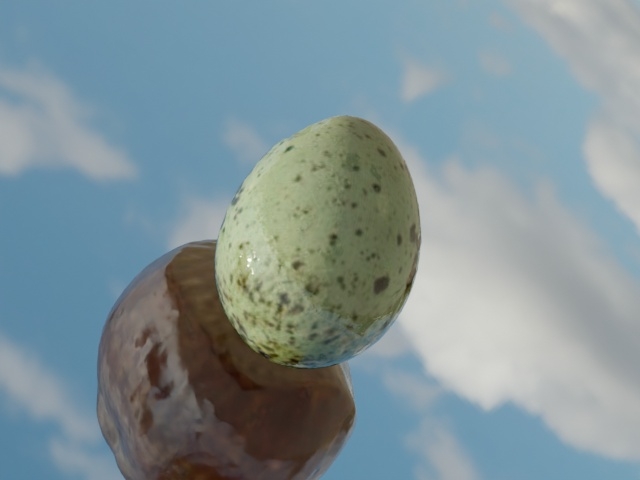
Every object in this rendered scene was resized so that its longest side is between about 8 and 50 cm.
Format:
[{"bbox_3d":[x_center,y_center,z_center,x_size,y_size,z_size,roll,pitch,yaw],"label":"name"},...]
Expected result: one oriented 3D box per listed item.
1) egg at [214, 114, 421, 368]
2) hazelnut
[{"bbox_3d":[0.000,0.000,0.724,0.085,0.110,0.085,12,170,2],"label":"egg"},{"bbox_3d":[-0.054,0.074,0.889,0.143,0.143,0.154,26,-149,-43],"label":"hazelnut"}]
